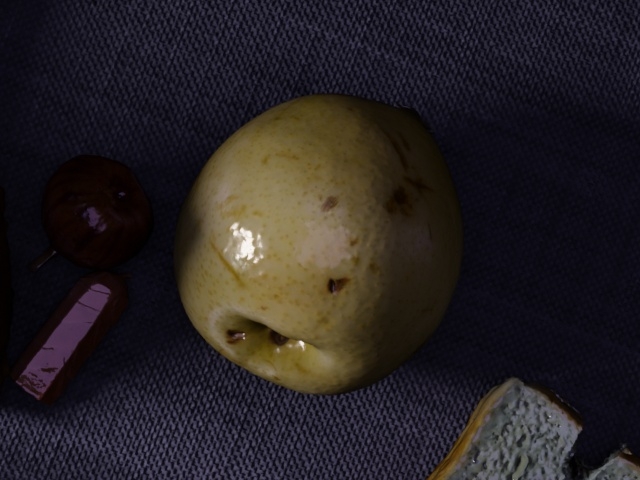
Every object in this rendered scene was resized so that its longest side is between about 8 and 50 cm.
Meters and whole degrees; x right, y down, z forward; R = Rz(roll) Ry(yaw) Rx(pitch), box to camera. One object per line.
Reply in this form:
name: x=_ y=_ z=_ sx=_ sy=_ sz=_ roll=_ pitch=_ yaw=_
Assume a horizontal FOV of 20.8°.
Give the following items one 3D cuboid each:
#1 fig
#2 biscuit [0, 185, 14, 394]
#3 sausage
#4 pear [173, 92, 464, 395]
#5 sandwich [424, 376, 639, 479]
fig: x=-0.246 y=-0.015 z=1.894 sx=0.128 sy=0.128 sz=0.150 roll=13 pitch=111 yaw=-3
biscuit: x=-0.480 y=0.023 z=1.738 sx=0.343 sy=0.395 sz=0.166 roll=11 pitch=60 yaw=-2
sausage: x=-0.268 y=0.096 z=1.905 sx=0.065 sy=0.065 sz=0.169 roll=36 pitch=85 yaw=0
pear: x=0.000 y=0.000 z=1.823 sx=0.309 sy=0.309 sz=0.309 roll=0 pitch=85 yaw=-4
sandwich: x=0.245 y=0.307 z=1.907 sx=0.273 sy=0.095 sz=0.249 roll=36 pitch=80 yaw=1
